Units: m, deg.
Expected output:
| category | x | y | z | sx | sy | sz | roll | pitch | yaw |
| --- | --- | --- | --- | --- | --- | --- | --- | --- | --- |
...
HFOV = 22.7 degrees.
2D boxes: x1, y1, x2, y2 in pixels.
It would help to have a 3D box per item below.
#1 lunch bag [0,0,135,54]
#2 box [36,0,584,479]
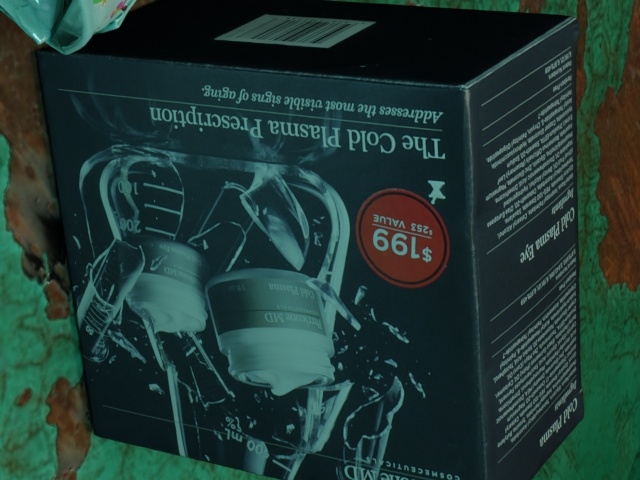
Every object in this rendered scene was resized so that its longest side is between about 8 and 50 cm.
| category | x | y | z | sx | sy | sz | roll | pitch | yaw |
| --- | --- | --- | --- | --- | --- | --- | --- | --- | --- |
| lunch bag | -0.157 | -0.280 | 1.004 | 0.223 | 0.160 | 0.262 | -55 | 135 | -36 |
| box | 0.000 | 0.000 | 1.150 | 0.179 | 0.343 | 0.312 | -36 | 126 | -51 |
